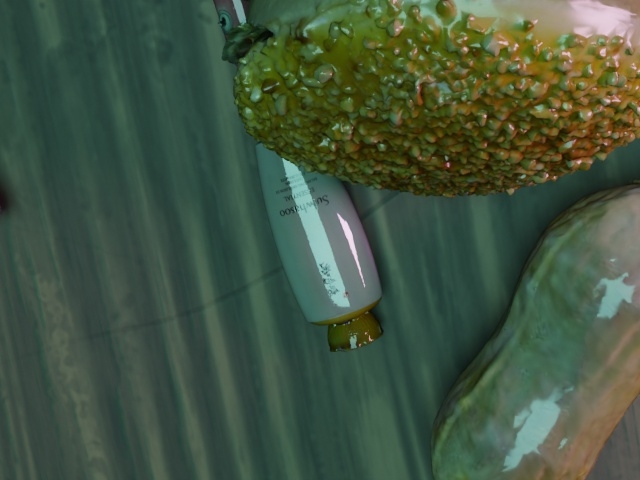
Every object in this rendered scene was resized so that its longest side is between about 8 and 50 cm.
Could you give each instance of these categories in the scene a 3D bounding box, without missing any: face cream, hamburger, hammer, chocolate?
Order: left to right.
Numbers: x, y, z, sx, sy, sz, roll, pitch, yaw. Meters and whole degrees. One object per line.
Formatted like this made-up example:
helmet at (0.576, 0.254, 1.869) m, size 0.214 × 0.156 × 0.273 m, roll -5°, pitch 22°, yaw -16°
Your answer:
hammer at (-0.061, -0.175, 0.849) m, size 0.043 × 0.043 × 0.083 m, roll -15°, pitch 100°, yaw 12°
face cream at (0.000, 0.000, 0.871) m, size 0.072 × 0.051 × 0.182 m, roll -18°, pitch 99°, yaw 9°
hamburger at (0.088, -0.122, 0.714) m, size 0.302 × 0.302 × 0.170 m, roll 3°, pitch 85°, yaw 9°
chocolate at (0.184, 0.085, 0.821) m, size 0.134 × 0.134 × 0.309 m, roll 32°, pitch 106°, yaw 1°
